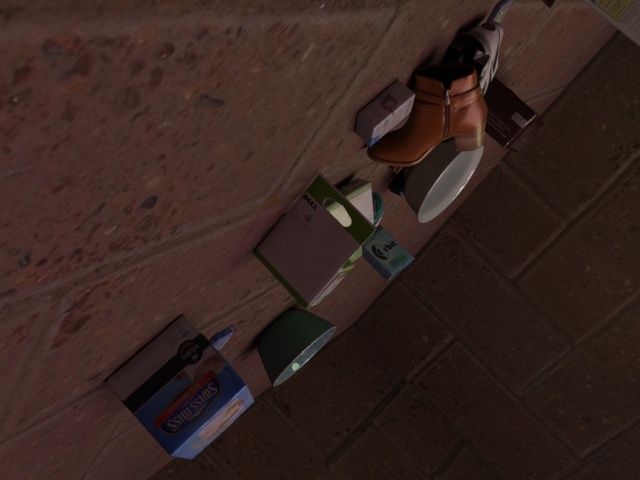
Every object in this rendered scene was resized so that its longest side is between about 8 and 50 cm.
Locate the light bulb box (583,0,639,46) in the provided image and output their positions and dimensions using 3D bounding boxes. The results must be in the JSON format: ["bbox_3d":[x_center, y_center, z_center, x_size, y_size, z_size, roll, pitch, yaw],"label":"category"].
[{"bbox_3d":[0.910,-0.704,1.793,0.225,0.361,0.358,-34,164,-45],"label":"light bulb box"}]

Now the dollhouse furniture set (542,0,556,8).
[{"bbox_3d":[0.434,-0.527,1.432,0.081,0.114,0.091,-35,168,-20],"label":"dollhouse furniture set"}]

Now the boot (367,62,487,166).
[{"bbox_3d":[0.227,-0.279,1.561,0.220,0.284,0.109,67,25,-49],"label":"boot"}]

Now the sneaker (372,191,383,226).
[{"bbox_3d":[0.087,-0.069,1.878,0.275,0.107,0.110,-33,154,-44],"label":"sneaker"}]

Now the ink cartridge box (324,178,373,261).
[{"bbox_3d":[0.064,-0.019,1.774,0.171,0.056,0.235,-32,127,-37],"label":"ink cartridge box"}]

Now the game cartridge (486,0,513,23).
[{"bbox_3d":[0.407,-0.518,1.604,0.056,0.017,0.083,-34,165,-24],"label":"game cartridge"}]

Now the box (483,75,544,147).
[{"bbox_3d":[0.563,-0.384,2.145,0.143,0.191,0.381,-48,167,16],"label":"box"}]

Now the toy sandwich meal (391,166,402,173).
[{"bbox_3d":[0.235,-0.223,1.994,0.085,0.029,0.085,-42,168,-11],"label":"toy sandwich meal"}]

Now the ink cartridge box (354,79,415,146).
[{"bbox_3d":[0.134,-0.267,1.469,0.122,0.052,0.088,-40,168,-14],"label":"ink cartridge box"}]

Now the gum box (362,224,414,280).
[{"bbox_3d":[0.218,0.039,2.450,0.157,0.184,0.041,-32,162,-47],"label":"gum box"}]

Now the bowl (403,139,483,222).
[{"bbox_3d":[0.344,-0.209,2.103,0.298,0.134,0.297,-42,159,-20],"label":"bowl"}]

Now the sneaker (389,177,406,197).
[{"bbox_3d":[0.272,-0.188,2.212,0.162,0.063,0.073,-34,146,-52],"label":"sneaker"}]

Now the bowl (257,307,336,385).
[{"bbox_3d":[-0.108,0.364,2.533,0.311,0.163,0.311,-42,168,-11],"label":"bowl"}]

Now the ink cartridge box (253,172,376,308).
[{"bbox_3d":[0.000,0.000,1.597,0.255,0.189,0.097,-49,166,20],"label":"ink cartridge box"}]

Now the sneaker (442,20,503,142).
[{"bbox_3d":[0.346,-0.367,1.648,0.146,0.122,0.330,-41,164,-34],"label":"sneaker"}]

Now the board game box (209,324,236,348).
[{"bbox_3d":[-0.295,0.293,2.022,0.090,0.020,0.090,-50,167,30],"label":"board game box"}]

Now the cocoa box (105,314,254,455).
[{"bbox_3d":[-0.321,0.368,1.694,0.231,0.228,0.347,-41,168,-14],"label":"cocoa box"}]
